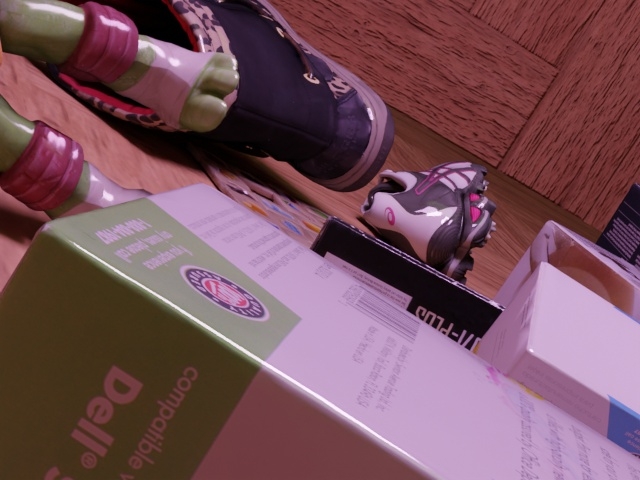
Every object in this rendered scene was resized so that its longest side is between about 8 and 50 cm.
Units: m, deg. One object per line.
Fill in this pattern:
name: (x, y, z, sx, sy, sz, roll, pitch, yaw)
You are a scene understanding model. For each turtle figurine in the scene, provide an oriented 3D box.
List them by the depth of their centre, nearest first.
turtle figurine: (-0.155, -0.099, 0.730, 0.266, 0.275, 0.198, 31, 43, -34)

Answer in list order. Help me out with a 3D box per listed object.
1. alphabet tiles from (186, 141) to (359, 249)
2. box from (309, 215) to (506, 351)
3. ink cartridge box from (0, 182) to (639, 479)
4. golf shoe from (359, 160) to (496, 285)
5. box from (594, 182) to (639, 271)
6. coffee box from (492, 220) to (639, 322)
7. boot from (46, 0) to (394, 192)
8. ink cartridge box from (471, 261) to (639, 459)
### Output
alphabet tiles: (0.000, 0.000, 1.253, 0.198, 0.009, 0.237, 27, 11, -29)
box: (0.078, 0.068, 0.846, 0.180, 0.077, 0.147, 28, 0, 14)
ink cartridge box: (0.060, 0.126, 0.477, 0.353, 0.119, 0.207, 32, 8, 4)
golf shoe: (0.105, -0.042, 1.526, 0.120, 0.105, 0.273, 24, 10, -4)
box: (0.264, 0.074, 1.192, 0.103, 0.184, 0.261, 33, 10, -6)
coffee box: (0.201, 0.110, 0.947, 0.098, 0.141, 0.246, 26, 12, -34)
boot: (-0.139, -0.180, 1.357, 0.377, 0.138, 0.284, 39, 14, 30)
ink cartridge box: (0.097, 0.103, 0.694, 0.092, 0.143, 0.090, 32, 27, -3)
